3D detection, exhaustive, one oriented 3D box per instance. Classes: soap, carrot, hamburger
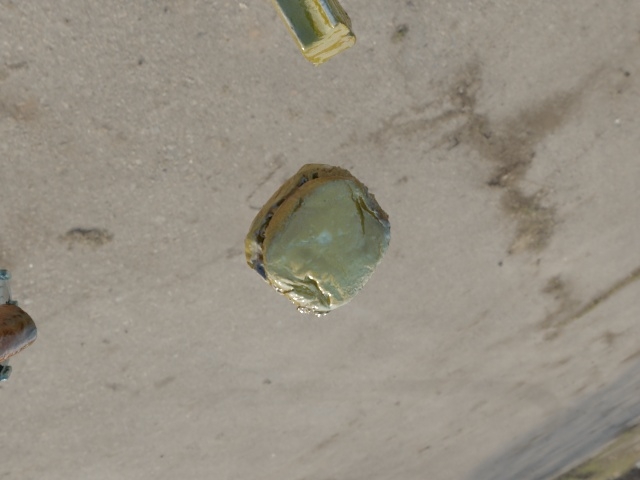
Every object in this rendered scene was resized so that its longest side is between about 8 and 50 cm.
[{"bbox_3d":[-0.039,-0.371,0.966,0.080,0.160,0.257,-25,119,15],"label":"soap"},{"bbox_3d":[-0.375,0.126,0.669,0.057,0.057,0.224,-45,178,27],"label":"carrot"},{"bbox_3d":[0.000,0.000,0.715,0.138,0.083,0.147,39,91,-32],"label":"hamburger"}]

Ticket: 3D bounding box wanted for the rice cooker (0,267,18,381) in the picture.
[{"bbox_3d":[-0.658,0.150,1.189,0.227,0.241,0.280,1,164,-12],"label":"rice cooker"}]
